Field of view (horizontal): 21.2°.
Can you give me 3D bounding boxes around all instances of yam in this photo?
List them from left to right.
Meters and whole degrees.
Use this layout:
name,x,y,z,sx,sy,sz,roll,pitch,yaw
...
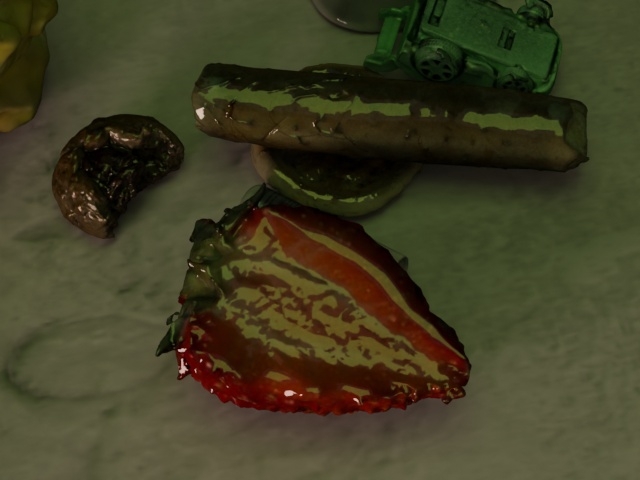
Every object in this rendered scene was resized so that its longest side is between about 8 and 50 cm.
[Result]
name,x,y,z,sx,sy,sz,roll,pitch,yaw
yam,0.057,-0.097,1.363,0.317,0.067,0.071,6,66,3

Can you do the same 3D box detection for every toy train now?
name,x,y,z,sx,sy,sz,roll,pitch,yaw
toy train,0.121,-0.160,1.417,0.149,0.081,0.099,21,60,-8

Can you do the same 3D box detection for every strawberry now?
name,x,y,z,sx,sy,sz,roll,pitch,yaw
strawberry,0.003,0.057,1.292,0.228,0.098,0.174,8,66,5

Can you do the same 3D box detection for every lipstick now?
name,x,y,z,sx,sy,sz,roll,pitch,yaw
lipstick,0.000,0.000,1.355,0.141,0.040,0.040,27,66,17

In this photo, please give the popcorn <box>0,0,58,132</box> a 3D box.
name,x,y,z,sx,sy,sz,roll,pitch,yaw
popcorn,-0.360,-0.191,1.335,0.312,0.312,0.312,-1,61,2

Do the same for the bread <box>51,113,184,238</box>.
name,x,y,z,sx,sy,sz,roll,pitch,yaw
bread,-0.171,-0.061,1.387,0.082,0.060,0.113,32,69,16

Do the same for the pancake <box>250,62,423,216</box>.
name,x,y,z,sx,sy,sz,roll,pitch,yaw
pancake,0.017,-0.086,1.408,0.151,0.025,0.152,1,57,-1

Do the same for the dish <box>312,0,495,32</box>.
name,x,y,z,sx,sy,sz,roll,pitch,yaw
dish,0.071,-0.288,1.486,0.229,0.081,0.229,-1,61,3
